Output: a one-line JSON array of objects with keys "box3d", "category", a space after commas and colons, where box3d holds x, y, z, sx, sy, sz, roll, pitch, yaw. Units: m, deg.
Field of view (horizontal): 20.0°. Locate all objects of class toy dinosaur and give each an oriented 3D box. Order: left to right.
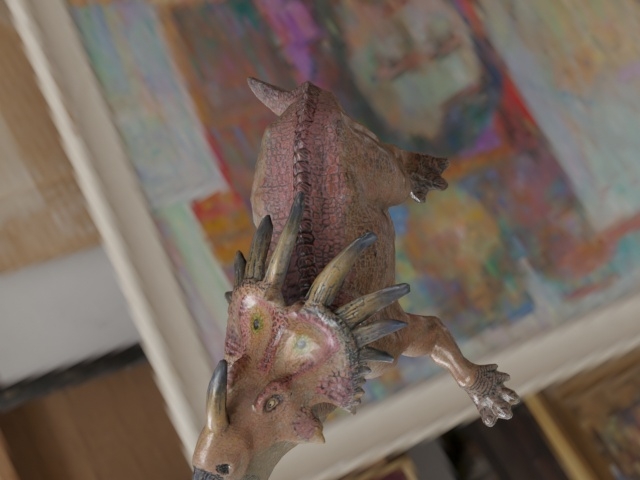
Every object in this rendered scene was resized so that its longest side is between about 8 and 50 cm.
[{"box3d": [0.000, 0.000, 0.982, 0.127, 0.296, 0.200, -20, 151, 19], "category": "toy dinosaur"}]
